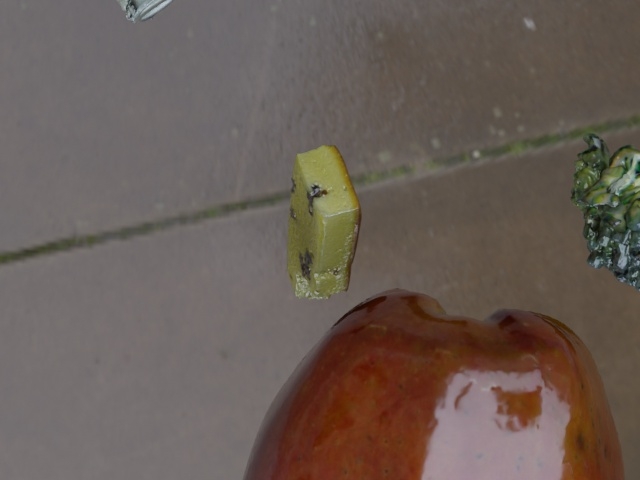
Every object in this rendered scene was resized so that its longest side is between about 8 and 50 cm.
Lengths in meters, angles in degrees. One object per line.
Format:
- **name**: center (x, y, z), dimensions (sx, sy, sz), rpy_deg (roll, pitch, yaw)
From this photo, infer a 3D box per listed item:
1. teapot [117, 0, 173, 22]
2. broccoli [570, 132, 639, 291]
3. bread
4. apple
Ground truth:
- **teapot**: center (-0.204, -0.323, 1.474), dimensions (0.107, 0.077, 0.200), rpy_deg (-36, 90, -4)
- **broccoli**: center (0.374, -0.071, 1.574), dimensions (0.198, 0.275, 0.177), rpy_deg (7, 155, 40)
- **bread**: center (0.000, 0.000, 1.504), dimensions (0.049, 0.088, 0.226), rpy_deg (-16, 150, -14)
- **apple**: center (0.105, 0.227, 1.346), dimensions (0.329, 0.295, 0.365), rpy_deg (-1, 107, -39)
